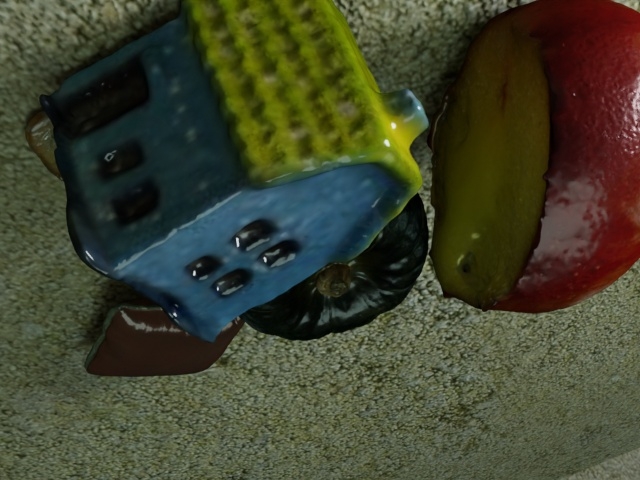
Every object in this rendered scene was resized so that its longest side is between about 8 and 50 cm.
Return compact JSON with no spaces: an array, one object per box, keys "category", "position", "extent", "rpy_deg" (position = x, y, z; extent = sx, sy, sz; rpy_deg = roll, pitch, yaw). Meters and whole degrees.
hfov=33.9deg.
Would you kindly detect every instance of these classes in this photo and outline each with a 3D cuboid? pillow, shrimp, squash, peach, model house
[{"category":"pillow","position":[-0.199,0.118,1.333],"extent":[0.179,0.075,0.171],"rpy_deg":[1,147,-28]},{"category":"shrimp","position":[-0.252,-0.094,1.040],"extent":[0.059,0.023,0.108],"rpy_deg":[-30,149,-3]},{"category":"squash","position":[0.000,0.000,1.189],"extent":[0.252,0.165,0.252],"rpy_deg":[-15,148,-10]},{"category":"peach","position":[0.228,-0.078,1.090],"extent":[0.338,0.281,0.281],"rpy_deg":[-47,144,4]},{"category":"model house","position":[-0.060,-0.086,0.960],"extent":[0.303,0.237,0.215],"rpy_deg":[-28,147,10]}]
